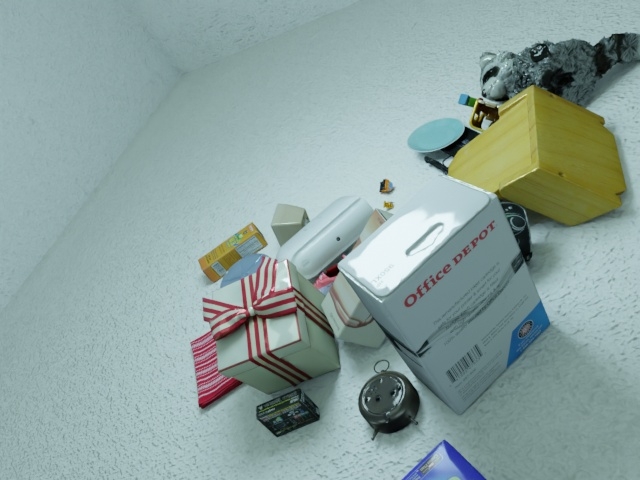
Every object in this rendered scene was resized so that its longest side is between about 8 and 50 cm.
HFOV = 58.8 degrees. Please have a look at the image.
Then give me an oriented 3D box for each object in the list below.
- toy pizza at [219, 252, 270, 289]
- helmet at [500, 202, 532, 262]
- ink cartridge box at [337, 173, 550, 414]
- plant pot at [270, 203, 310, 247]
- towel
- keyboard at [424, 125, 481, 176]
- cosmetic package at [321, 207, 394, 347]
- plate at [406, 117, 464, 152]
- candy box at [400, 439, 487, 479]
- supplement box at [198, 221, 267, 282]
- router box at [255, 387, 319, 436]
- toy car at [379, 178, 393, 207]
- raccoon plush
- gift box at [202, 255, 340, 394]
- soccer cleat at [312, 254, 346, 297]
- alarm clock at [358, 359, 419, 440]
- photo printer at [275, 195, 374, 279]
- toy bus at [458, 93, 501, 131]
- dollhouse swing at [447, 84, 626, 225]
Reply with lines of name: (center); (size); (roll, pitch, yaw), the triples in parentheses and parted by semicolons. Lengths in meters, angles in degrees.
toy pizza: (-0.237, 0.124, 1.843); (0.201, 0.032, 0.201); (-22, 39, 18)
helmet: (0.405, -0.005, 1.349); (0.162, 0.169, 0.169); (-7, 41, 10)
ink cartridge box: (0.258, 0.111, 1.133); (0.285, 0.395, 0.166); (-42, 36, -9)
plant pot: (-0.091, -0.053, 1.871); (0.096, 0.109, 0.109); (-5, 44, 19)
towel: (-0.283, 0.335, 1.638); (0.199, 0.031, 0.275); (-32, 35, 3)
keyboard: (0.424, -0.267, 1.751); (0.202, 0.033, 0.317); (-31, 34, -5)
cosmetic package: (0.136, 0.092, 1.368); (0.296, 0.129, 0.153); (-63, 29, 19)
plate: (0.370, -0.332, 1.823); (0.188, 0.024, 0.188); (-18, 37, 14)
candy box: (0.223, 0.534, 0.910); (0.268, 0.122, 0.317); (-40, 34, -8)
supplement box: (-0.301, 0.039, 1.955); (0.233, 0.080, 0.078); (-34, 37, -2)
router box: (-0.077, 0.404, 1.332); (0.122, 0.092, 0.038); (-26, 36, 13)
toy car: (0.210, -0.140, 1.791); (0.041, 0.060, 0.122); (9, 60, -11)
raccoon plush: (0.702, -0.506, 1.723); (0.447, 0.216, 0.299); (-11, 22, -17)
gift box: (-0.129, 0.204, 1.414); (0.255, 0.258, 0.276); (-28, 53, 12)
soccer cleat: (-0.002, 0.138, 1.577); (0.248, 0.095, 0.083); (-36, 35, -1)
alarm clock: (0.145, 0.337, 1.258); (0.129, 0.064, 0.192); (-26, 33, 14)
photo printer: (0.000, 0.000, 1.664); (0.307, 0.107, 0.256); (-41, 10, -7)
toy bus: (0.513, -0.354, 1.688); (0.191, 0.202, 0.104); (-125, 50, -69)
dollhouse swing: (0.543, -0.167, 1.488); (0.305, 0.315, 0.346); (120, 169, -47)
